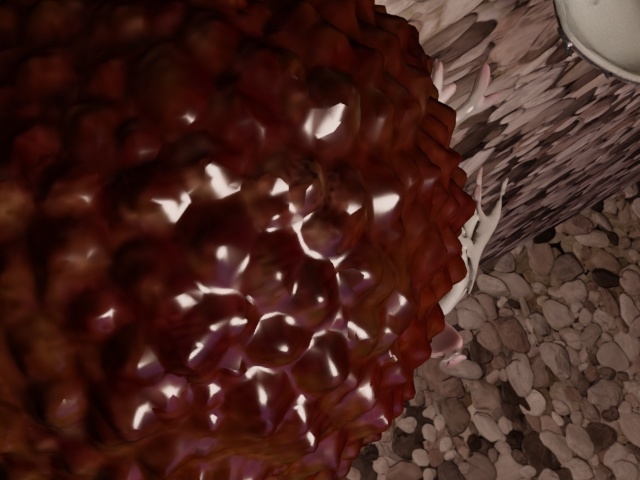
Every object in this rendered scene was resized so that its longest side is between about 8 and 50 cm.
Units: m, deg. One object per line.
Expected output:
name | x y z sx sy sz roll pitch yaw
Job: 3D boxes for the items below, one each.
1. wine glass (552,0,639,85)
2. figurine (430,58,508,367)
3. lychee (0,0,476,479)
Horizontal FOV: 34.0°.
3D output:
wine glass | 0.278 -0.208 0.802 0.165 0.165 0.196 -39 175 33
figurine | 0.007 0.000 0.828 0.315 0.284 0.206 5 160 -31
lychee | -0.065 -0.002 0.458 0.264 0.264 0.300 -24 170 -36
